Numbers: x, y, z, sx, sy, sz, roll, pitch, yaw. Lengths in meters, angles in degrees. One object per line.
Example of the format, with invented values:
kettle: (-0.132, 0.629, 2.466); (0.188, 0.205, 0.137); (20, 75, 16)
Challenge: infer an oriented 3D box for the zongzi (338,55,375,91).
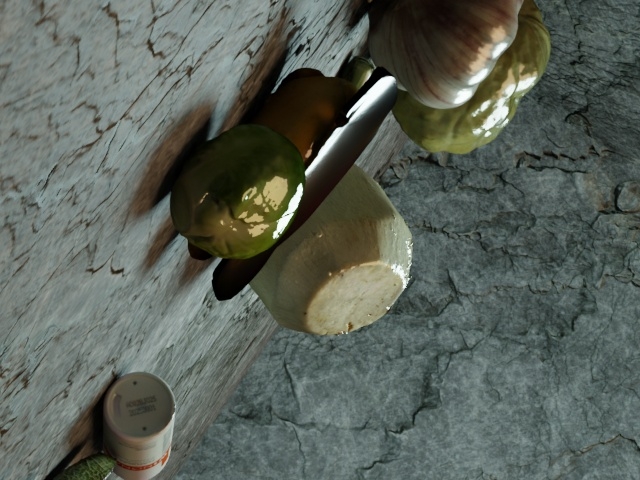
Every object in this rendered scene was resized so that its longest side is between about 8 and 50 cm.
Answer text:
zongzi: (0.051, -0.240, 2.032); (0.113, 0.052, 0.104); (-79, -167, -66)

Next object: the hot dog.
hot dog: (-0.056, -0.091, 1.572); (0.326, 0.107, 0.194); (-47, 165, -2)

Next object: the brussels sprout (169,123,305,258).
brussels sprout: (-0.086, -0.050, 1.395); (0.155, 0.117, 0.155); (-23, 142, -19)

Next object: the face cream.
face cream: (-0.262, 0.280, 1.924); (0.102, 0.102, 0.345); (-55, 174, -22)

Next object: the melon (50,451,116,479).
melon: (-0.329, 0.331, 1.793); (0.182, 0.054, 0.098); (-42, 176, -42)

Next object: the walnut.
walnut: (0.226, -0.294, 2.147); (0.253, 0.282, 0.277); (-11, 149, -21)

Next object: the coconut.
coconut: (0.000, 0.000, 1.942); (0.245, 0.247, 0.245); (-19, 143, -15)

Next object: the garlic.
garlic: (0.138, -0.312, 1.800); (0.253, 0.245, 0.245); (14, 114, -44)
